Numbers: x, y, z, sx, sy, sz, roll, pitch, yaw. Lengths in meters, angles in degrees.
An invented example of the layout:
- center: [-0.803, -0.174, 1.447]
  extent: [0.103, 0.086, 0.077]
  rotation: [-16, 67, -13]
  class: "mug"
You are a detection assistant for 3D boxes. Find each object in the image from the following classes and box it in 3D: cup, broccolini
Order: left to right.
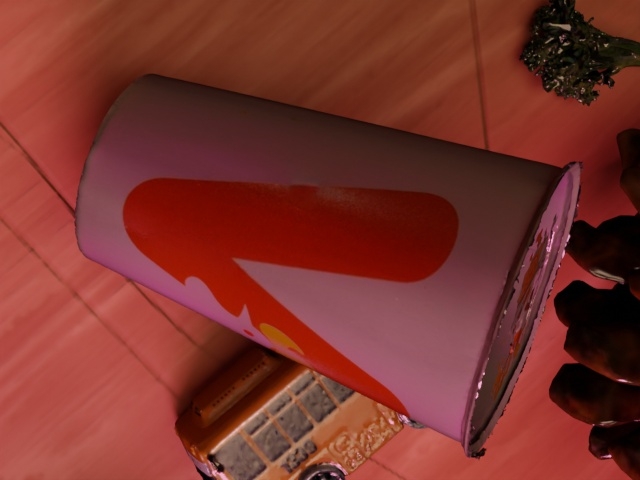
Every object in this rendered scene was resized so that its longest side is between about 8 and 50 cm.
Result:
- center: [0.000, 0.000, 0.963]
  extent: [0.288, 0.203, 0.203]
  rotation: [21, 94, 15]
  class: "cup"
- center: [0.274, -0.134, 1.142]
  extent: [0.254, 0.057, 0.071]
  rotation: [5, 141, -15]
  class: "broccolini"

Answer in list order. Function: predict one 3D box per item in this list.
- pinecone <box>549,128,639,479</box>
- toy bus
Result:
- center: [0.345, 0.094, 1.041]
  extent: [0.397, 0.398, 0.398]
  rotation: [-3, 101, -17]
  class: "pinecone"
- center: [-0.006, 0.117, 1.074]
  extent: [0.201, 0.098, 0.114]
  rotation: [-39, 106, -8]
  class: "toy bus"
